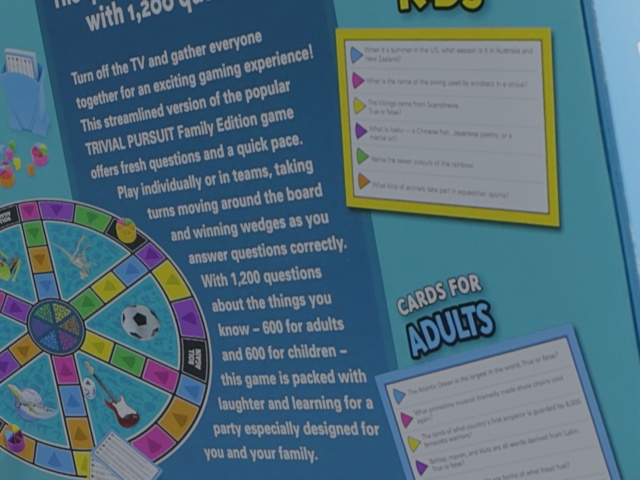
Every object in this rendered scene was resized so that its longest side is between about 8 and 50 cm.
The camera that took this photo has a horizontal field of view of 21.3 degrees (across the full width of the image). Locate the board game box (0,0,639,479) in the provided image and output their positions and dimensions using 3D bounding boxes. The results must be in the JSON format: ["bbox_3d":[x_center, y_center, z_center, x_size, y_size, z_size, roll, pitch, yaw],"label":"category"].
[{"bbox_3d":[0.000,0.000,0.451,0.254,0.336,0.079,-6,-174,45],"label":"board game box"}]
